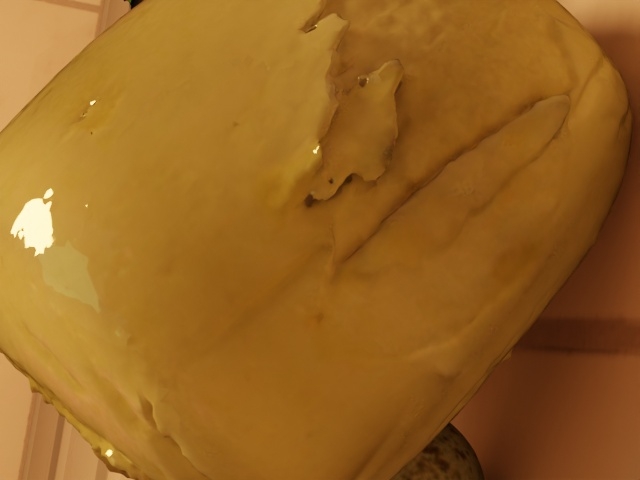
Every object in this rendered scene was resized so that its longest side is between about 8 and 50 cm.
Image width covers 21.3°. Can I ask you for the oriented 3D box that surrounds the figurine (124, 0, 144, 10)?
[{"bbox_3d":[-0.113,-0.232,1.430,0.147,0.126,0.192,-40,-32,-51],"label":"figurine"}]

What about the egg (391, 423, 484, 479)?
[{"bbox_3d":[0.022,0.104,0.668,0.110,0.085,0.085,125,152,-60],"label":"egg"}]

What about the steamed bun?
[{"bbox_3d":[-0.022,-0.024,0.633,0.232,0.166,0.273,-49,16,-4],"label":"steamed bun"}]
